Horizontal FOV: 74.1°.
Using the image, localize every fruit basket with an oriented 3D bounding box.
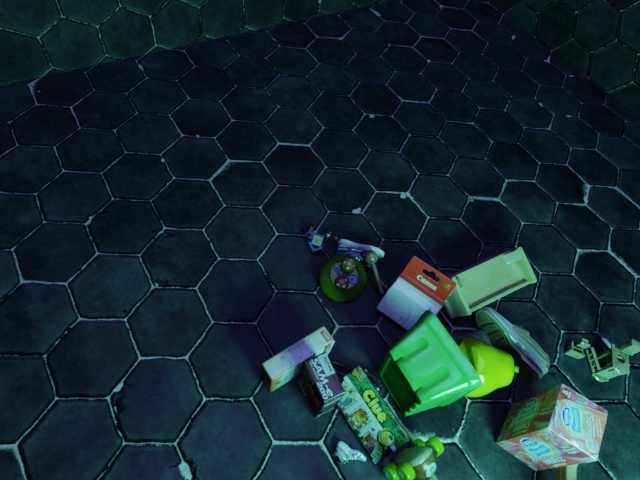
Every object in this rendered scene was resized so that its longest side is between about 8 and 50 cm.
[{"bbox_3d":[0.394,0.374,1.303,0.392,0.392,0.282,-22,63,-21],"label":"fruit basket"}]

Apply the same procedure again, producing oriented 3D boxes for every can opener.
[{"bbox_3d":[0.117,0.443,1.405,0.186,0.073,0.059,23,64,17],"label":"can opener"}]

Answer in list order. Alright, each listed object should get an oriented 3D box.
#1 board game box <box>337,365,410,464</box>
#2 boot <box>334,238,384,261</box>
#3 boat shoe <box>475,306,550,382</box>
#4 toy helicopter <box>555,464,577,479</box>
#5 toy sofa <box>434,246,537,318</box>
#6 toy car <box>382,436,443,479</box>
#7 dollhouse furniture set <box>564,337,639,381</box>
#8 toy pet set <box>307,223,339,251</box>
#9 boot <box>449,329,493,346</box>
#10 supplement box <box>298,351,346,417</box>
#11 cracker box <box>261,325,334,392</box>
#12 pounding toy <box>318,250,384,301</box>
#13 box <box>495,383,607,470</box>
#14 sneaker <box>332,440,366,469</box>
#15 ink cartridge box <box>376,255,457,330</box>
[{"bbox_3d":[0.146,0.539,1.319,0.136,0.030,0.259,-42,66,9],"label":"board game box"},{"bbox_3d":[0.150,0.061,1.660,0.190,0.069,0.086,14,64,9],"label":"boot"},{"bbox_3d":[0.688,0.356,1.523,0.103,0.113,0.302,-31,77,-27],"label":"boat shoe"},{"bbox_3d":[0.696,0.738,1.192,0.140,0.235,0.355,22,57,6],"label":"toy helicopter"},{"bbox_3d":[0.617,0.163,1.622,0.363,0.177,0.150,-20,82,-21],"label":"toy sofa"},{"bbox_3d":[0.305,0.699,1.226,0.155,0.149,0.188,-22,74,-32],"label":"toy car"},{"bbox_3d":[0.988,0.405,1.484,0.161,0.181,0.101,21,57,5],"label":"dollhouse furniture set"},{"bbox_3d":[0.000,0.000,1.688,0.122,0.065,0.114,21,22,2],"label":"toy pet set"},{"bbox_3d":[0.504,0.398,1.481,0.209,0.076,0.189,-2,43,-18],"label":"boot"},{"bbox_3d":[-0.001,0.440,1.277,0.073,0.239,0.130,-20,62,-20],"label":"supplement box"},{"bbox_3d":[-0.074,0.381,1.356,0.232,0.155,0.067,-28,65,-23],"label":"cracker box"},{"bbox_3d":[0.113,0.124,1.550,0.237,0.110,0.182,-9,74,-7],"label":"pounding toy"},{"bbox_3d":[0.679,0.562,1.264,0.142,0.300,0.154,33,59,13],"label":"box"},{"bbox_3d":[0.083,0.658,1.273,0.098,0.038,0.069,23,58,18],"label":"sneaker"},{"bbox_3d":[0.341,0.202,1.512,0.189,0.232,0.066,35,19,14],"label":"ink cartridge box"}]
